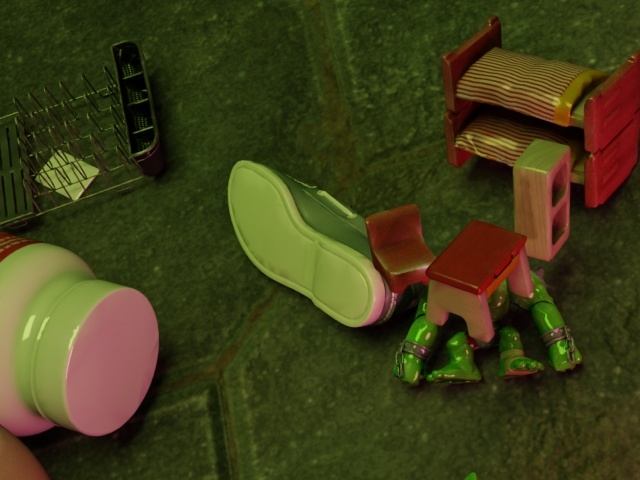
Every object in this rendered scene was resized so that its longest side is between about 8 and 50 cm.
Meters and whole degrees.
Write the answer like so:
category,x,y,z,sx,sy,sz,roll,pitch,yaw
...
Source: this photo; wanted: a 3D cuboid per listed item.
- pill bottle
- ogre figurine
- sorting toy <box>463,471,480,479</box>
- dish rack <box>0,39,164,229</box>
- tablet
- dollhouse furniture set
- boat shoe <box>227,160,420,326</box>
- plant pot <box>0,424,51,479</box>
category,x,y,z,sx,sy,sz,roll,pitch,yaw
pill bottle,-0.404,0.099,1.823,0.407,0.229,0.229,12,64,29
ogre figurine,0.176,0.093,1.680,0.197,0.097,0.118,-14,71,32
sorting toy,0.086,0.376,1.524,0.347,0.047,0.196,-41,47,-5
dish rack,-0.339,-0.133,2.038,0.271,0.074,0.208,-19,51,6
tablet,-0.338,-0.087,2.058,0.083,0.006,0.054,25,71,34
dollhouse furniture set,0.181,-0.080,1.667,0.201,0.152,0.374,18,42,30
boat shoe,0.000,0.000,1.828,0.099,0.116,0.319,-7,32,-36
plant pot,-0.406,0.289,1.648,0.284,0.191,0.284,3,33,-2
